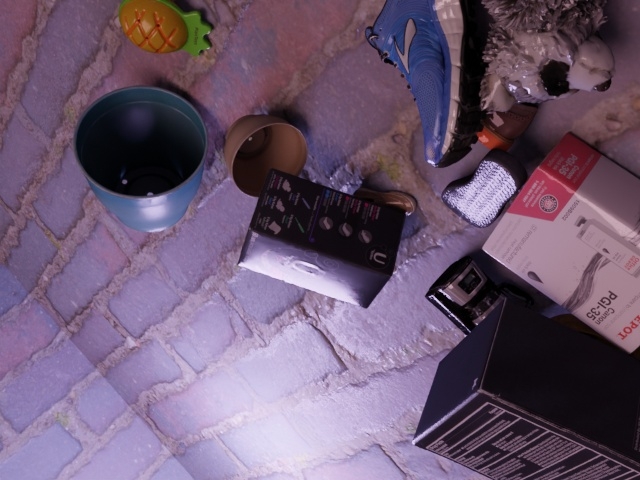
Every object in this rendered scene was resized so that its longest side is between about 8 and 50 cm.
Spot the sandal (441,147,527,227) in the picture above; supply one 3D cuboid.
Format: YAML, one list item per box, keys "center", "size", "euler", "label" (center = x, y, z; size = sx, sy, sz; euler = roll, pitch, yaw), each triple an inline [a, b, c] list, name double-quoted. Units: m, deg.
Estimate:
- center: [0.272, -0.084, 1.224]
  size: [0.097, 0.054, 0.254]
  euler: [43, 163, 0]
  label: "sandal"

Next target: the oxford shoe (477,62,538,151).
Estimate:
- center: [0.212, -0.258, 1.156]
  size: [0.271, 0.097, 0.098]
  euler: [42, 120, 1]
  label: "oxford shoe"

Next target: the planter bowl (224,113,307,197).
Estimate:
- center: [-0.121, -0.179, 1.474]
  size: [0.109, 0.162, 0.162]
  euler: [48, 151, 43]
  label: "planter bowl"

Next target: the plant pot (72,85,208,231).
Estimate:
- center: [-0.381, -0.153, 1.653]
  size: [0.271, 0.272, 0.255]
  euler: [39, 156, 10]
  label: "plant pot"

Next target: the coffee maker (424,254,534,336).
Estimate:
- center: [0.283, 0.130, 1.383]
  size: [0.178, 0.120, 0.171]
  euler: [45, 142, 3]
  label: "coffee maker"

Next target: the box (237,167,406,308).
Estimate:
- center: [0.000, 0.000, 1.417]
  size: [0.270, 0.143, 0.165]
  euler: [18, 151, -4]
  label: "box"

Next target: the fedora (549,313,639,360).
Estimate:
- center: [0.473, 0.180, 1.284]
  size: [0.194, 0.079, 0.194]
  euler: [30, 142, 27]
  label: "fedora"

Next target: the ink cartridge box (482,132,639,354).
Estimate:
- center: [0.424, 0.006, 1.148]
  size: [0.283, 0.117, 0.207]
  euler: [37, 140, 13]
  label: "ink cartridge box"

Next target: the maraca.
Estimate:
- center: [-0.302, -0.416, 1.470]
  size: [0.185, 0.099, 0.127]
  euler: [14, 145, 0]
  label: "maraca"

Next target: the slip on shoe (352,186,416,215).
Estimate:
- center: [0.115, -0.069, 1.426]
  size: [0.135, 0.041, 0.051]
  euler: [17, 133, 32]
  label: "slip on shoe"

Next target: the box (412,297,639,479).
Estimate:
- center: [0.350, 0.276, 1.227]
  size: [0.294, 0.183, 0.296]
  euler: [24, 147, -1]
  label: "box"

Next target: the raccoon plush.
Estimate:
- center: [0.251, -0.388, 0.982]
  size: [0.299, 0.216, 0.446]
  euler: [114, 137, -63]
  label: "raccoon plush"

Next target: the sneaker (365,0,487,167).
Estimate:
- center: [0.149, -0.265, 1.078]
  size: [0.147, 0.129, 0.330]
  euler: [-6, 88, 30]
  label: "sneaker"
